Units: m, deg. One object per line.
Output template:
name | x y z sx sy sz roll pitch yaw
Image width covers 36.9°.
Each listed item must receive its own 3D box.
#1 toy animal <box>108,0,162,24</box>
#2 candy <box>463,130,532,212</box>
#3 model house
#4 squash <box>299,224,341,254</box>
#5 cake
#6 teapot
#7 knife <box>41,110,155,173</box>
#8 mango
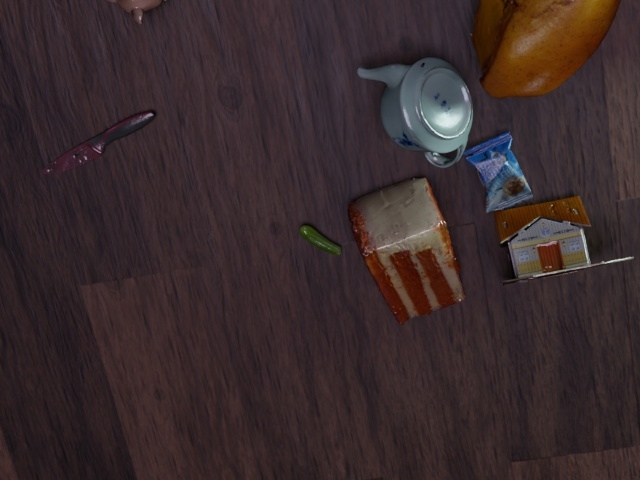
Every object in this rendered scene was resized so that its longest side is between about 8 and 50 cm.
toy animal | -0.299 -0.438 1.587 0.089 0.083 0.150 8 105 -43
candy | 0.311 -0.114 1.676 0.088 0.038 0.136 -25 113 -1
model house | 0.407 -0.008 1.649 0.219 0.207 0.135 -13 83 10
squash | -0.001 0.001 1.745 0.089 0.027 0.027 35 108 -11
cake | 0.165 0.043 1.676 0.158 0.159 0.262 -22 108 8
teapot | 0.163 -0.214 1.607 0.159 0.159 0.232 -35 113 15
knife | -0.399 -0.172 1.724 0.247 0.018 0.035 -26 108 16
mango | 0.357 -0.382 1.468 0.199 0.201 0.350 23 132 -2
